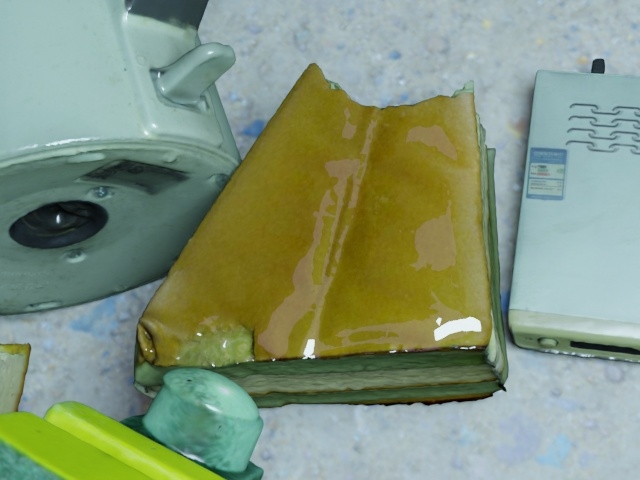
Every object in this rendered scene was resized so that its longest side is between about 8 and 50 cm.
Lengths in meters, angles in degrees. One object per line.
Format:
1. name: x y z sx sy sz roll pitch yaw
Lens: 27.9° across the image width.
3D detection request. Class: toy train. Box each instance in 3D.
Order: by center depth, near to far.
1. toy train: -0.164 0.276 0.688 0.179 0.272 0.442 27 94 12

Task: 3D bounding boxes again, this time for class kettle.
1. kettle: -0.179 -0.189 0.852 0.361 0.250 0.376 -34 63 37

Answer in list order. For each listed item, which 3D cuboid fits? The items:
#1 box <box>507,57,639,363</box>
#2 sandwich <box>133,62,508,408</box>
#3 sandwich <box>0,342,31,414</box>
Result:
1. box: 0.267 -0.016 0.845 0.270 0.045 0.210 4 75 13
2. sandwich: 0.000 0.000 0.838 0.228 0.155 0.198 -5 71 11
3. sandwich: -0.309 0.115 0.917 0.193 0.058 0.162 2 72 14
